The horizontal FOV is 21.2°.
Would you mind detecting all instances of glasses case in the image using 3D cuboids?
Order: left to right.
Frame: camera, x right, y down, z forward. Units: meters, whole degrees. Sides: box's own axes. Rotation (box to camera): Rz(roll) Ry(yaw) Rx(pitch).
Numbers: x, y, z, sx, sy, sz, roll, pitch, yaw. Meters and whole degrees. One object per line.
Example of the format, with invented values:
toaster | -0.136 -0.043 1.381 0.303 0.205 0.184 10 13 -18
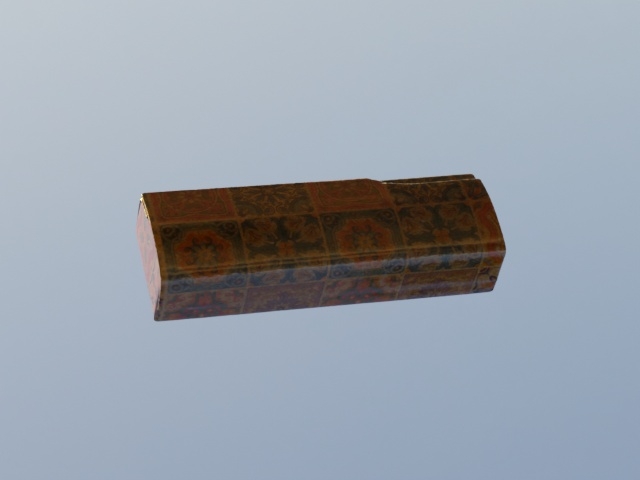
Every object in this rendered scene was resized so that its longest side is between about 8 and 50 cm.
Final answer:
glasses case | 0.000 0.000 1.060 0.218 0.049 0.075 -4 -128 -16
